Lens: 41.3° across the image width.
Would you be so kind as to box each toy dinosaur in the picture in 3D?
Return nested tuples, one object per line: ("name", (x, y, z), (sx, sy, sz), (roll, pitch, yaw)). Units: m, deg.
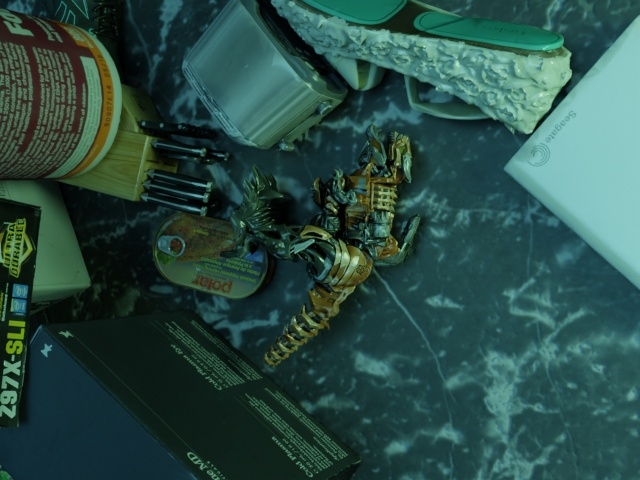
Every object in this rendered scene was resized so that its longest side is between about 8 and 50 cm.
("toy dinosaur", (0.000, 0.000, 1.076), (0.218, 0.164, 0.322), (24, 71, 3))

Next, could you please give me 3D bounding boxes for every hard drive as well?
("hard drive", (0.413, -0.052, 0.944), (0.353, 0.047, 0.233), (45, 106, 19))

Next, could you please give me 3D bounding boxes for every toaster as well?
("toaster", (-0.083, -0.226, 1.128), (0.146, 0.129, 0.227), (-42, 74, 20))

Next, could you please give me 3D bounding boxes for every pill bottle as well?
("pill bottle", (-0.451, -0.185, 1.044), (0.224, 0.392, 0.224), (2, 95, 25))

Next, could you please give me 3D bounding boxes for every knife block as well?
("knife block", (-0.272, -0.092, 1.231), (0.275, 0.088, 0.242), (-34, 75, 20))

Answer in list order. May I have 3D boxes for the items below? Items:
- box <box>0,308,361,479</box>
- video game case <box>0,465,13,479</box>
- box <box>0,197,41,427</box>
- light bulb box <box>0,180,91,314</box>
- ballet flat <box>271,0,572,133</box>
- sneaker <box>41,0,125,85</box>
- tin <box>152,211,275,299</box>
("box", (-0.177, 0.261, 1.060), (0.343, 0.312, 0.179), (38, 103, 21))
("video game case", (-0.542, 0.430, 1.369), (0.232, 0.042, 0.210), (-47, 73, 16))
("box", (-0.475, 0.085, 1.031), (0.322, 0.079, 0.257), (-2, 79, 37))
("light bulb box", (-0.603, -0.022, 1.307), (0.361, 0.225, 0.358), (-25, 79, 21))
("ballet flat", (0.101, -0.230, 1.050), (0.409, 0.147, 0.147), (24, 99, 24))
("sneaker", (-0.350, -0.339, 1.267), (0.106, 0.101, 0.267), (-32, 77, 18))
("tin", (-0.151, 0.022, 1.204), (0.189, 0.040, 0.106), (14, 91, 23))
